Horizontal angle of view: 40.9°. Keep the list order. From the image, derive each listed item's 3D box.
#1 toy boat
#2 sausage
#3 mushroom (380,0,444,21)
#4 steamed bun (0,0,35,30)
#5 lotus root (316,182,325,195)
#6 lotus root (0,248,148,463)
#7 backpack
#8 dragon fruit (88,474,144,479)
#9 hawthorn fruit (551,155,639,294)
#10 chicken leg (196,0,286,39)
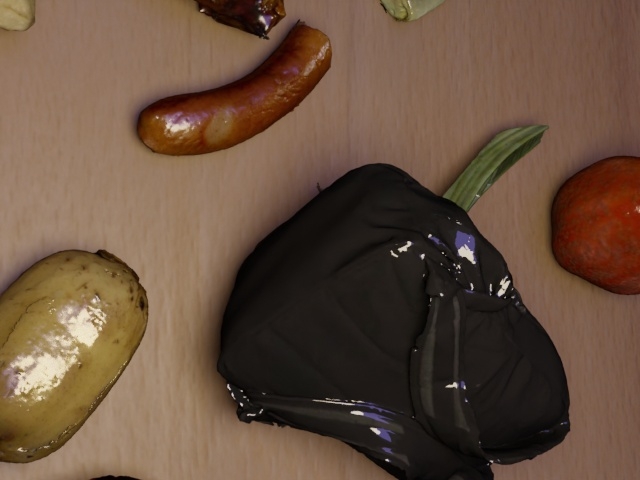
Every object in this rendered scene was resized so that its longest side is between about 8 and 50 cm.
[{"bbox_3d":[0.229,-0.078,1.247,0.055,0.093,0.293,38,66,11],"label":"toy boat"},{"bbox_3d":[-0.097,-0.189,1.115,0.302,0.076,0.102,-37,91,-25],"label":"sausage"},{"bbox_3d":[0.210,-0.437,1.289,0.312,0.081,0.100,-40,97,-19],"label":"mushroom"},{"bbox_3d":[-0.429,-0.333,0.908,0.292,0.295,0.137,22,32,-37],"label":"steamed bun"},{"bbox_3d":[0.000,0.000,1.139,0.073,0.062,0.150,10,91,-21],"label":"lotus root"},{"bbox_3d":[-0.307,0.134,0.941,0.160,0.146,0.284,32,63,3],"label":"lotus root"},{"bbox_3d":[0.111,0.146,1.046,0.446,0.363,0.254,38,27,-26],"label":"backpack"},{"bbox_3d":[-0.305,0.422,0.926,0.282,0.100,0.343,13,75,-21],"label":"dragon fruit"},{"bbox_3d":[0.468,-0.030,1.253,0.211,0.262,0.210,5,78,-25],"label":"hawthorn fruit"},{"bbox_3d":[-0.182,-0.338,1.076,0.305,0.113,0.093,13,111,-23],"label":"chicken leg"}]
